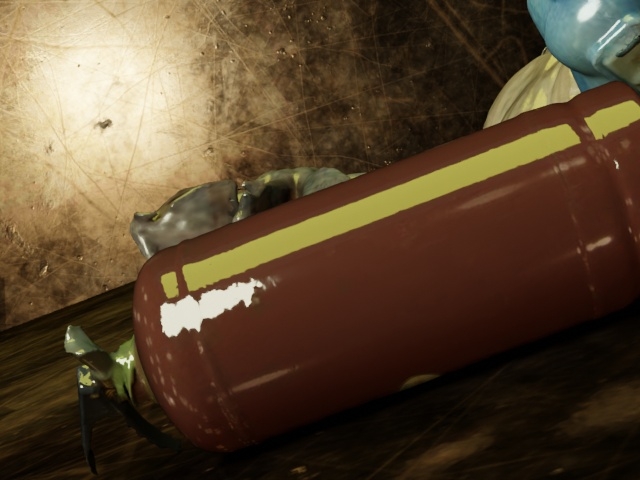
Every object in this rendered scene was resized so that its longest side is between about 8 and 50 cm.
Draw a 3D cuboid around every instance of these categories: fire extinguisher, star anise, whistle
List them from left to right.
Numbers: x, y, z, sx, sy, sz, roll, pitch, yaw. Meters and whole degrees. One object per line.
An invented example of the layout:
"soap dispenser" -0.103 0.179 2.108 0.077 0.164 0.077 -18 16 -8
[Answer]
"star anise" 0.000 0.000 1.085 0.360 0.139 0.316 -6 6 -24
"fire extinguisher" 0.016 0.034 0.614 0.337 0.135 0.114 -19 46 2
"whistle" 0.212 -0.096 0.684 0.269 0.093 0.180 25 -59 -39

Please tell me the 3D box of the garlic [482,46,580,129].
"garlic" 0.226 -0.093 0.880 0.228 0.152 0.228 -16 10 3
